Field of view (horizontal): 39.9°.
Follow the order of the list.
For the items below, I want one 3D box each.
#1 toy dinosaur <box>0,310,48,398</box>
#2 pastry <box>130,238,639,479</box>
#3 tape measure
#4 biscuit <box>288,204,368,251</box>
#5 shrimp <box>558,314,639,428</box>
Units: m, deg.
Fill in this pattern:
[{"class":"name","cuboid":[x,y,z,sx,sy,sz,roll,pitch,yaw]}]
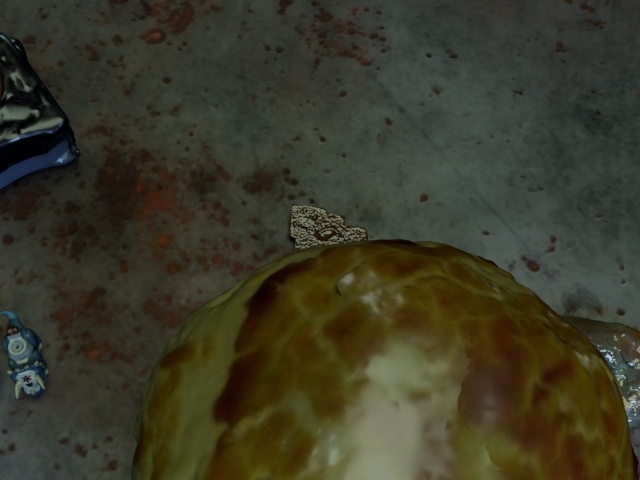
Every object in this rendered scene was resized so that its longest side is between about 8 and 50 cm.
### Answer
[{"class":"toy dinosaur","cuboid":[-0.272,0.104,0.807,0.031,0.047,0.083,-18,70,-11]},{"class":"pastry","cuboid":[0.054,0.173,0.654,0.389,0.312,0.388,3,65,-6]},{"class":"tape measure","cuboid":[-0.359,-0.127,0.873,0.182,0.107,0.181,-26,73,-16]},{"class":"biscuit","cuboid":[0.000,0.000,0.894,0.082,0.016,0.092,-42,74,-15]},{"class":"shrimp","cuboid":[0.248,0.117,0.849,0.190,0.042,0.101,18,73,2]}]
